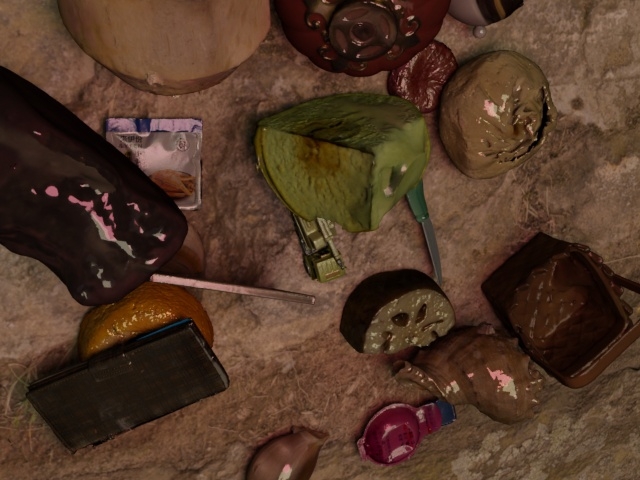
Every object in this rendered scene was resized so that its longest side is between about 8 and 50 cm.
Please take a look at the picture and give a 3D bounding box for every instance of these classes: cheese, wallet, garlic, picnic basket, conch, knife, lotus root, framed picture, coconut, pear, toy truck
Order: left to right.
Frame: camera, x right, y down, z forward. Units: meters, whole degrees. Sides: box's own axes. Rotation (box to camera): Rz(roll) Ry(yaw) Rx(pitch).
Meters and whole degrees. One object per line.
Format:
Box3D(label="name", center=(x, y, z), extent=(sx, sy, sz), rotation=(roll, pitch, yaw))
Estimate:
Box3D(label="wallet", center=(-0.333, 0.256, 1.259), extent=(0.317, 0.044, 0.169), rotation=(-23, 119, 3))
Box3D(label="garlic", center=(-0.291, 0.000, 1.289), extent=(0.195, 0.087, 0.101), rotation=(10, 117, -24))
Box3D(label="coconut", center=(-0.236, -0.409, 1.079), extent=(0.352, 0.352, 0.353), rotation=(-5, 106, -19))
Box3D(label="framed picture", center=(-0.180, 0.080, 1.282), extent=(0.289, 0.213, 0.016), rotation=(10, 86, -23))
Box3D(label="garlic", center=(-0.093, 0.522, 1.512), extent=(0.148, 0.128, 0.267), rotation=(22, 107, -12))
Box3D(label="toy truck", center=(0.000, 0.000, 1.387), extent=(0.077, 0.100, 0.169), rotation=(-18, 110, -13))
Box3D(label="pear", center=(0.065, -0.156, 1.311), extent=(0.282, 0.286, 0.176), rotation=(-40, 137, -43))
Box3D(label="lotus root", center=(0.160, 0.143, 1.477), extent=(0.234, 0.119, 0.138), rotation=(-15, 109, -14))
Box3D(label="cheese", center=(0.192, 0.417, 1.596), extent=(0.244, 0.062, 0.155), rotation=(-22, 112, -15))
Box3D(label="knife", center=(0.219, -0.029, 1.491), extent=(0.034, 0.063, 0.260), rotation=(-9, 114, 24))
Box3D(label="conch", center=(0.313, 0.266, 1.509), extent=(0.324, 0.263, 0.186), rotation=(21, 75, -8))
Box3D(label="picnic basket", center=(0.529, 0.157, 1.514), extent=(0.254, 0.321, 0.291), rotation=(-41, 112, -2))

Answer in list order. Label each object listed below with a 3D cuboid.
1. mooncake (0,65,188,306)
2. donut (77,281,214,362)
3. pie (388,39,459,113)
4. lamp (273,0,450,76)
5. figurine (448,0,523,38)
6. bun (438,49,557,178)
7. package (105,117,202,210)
Box3D(label="mooncake", center=(-0.397, -0.079, 1.073), extent=(0.212, 0.350, 0.381), rotation=(-45, 115, 5))
Box3D(label="donut", center=(-0.319, 0.198, 1.323), extent=(0.253, 0.118, 0.253), rotation=(-3, 116, -7))
Box3D(label="pie", center=(0.206, -0.319, 1.409), extent=(0.153, 0.038, 0.154), rotation=(-6, 107, -21))
Box3D(label="lamp", center=(0.069, -0.421, 1.203), extent=(0.303, 0.257, 0.303), rotation=(2, 141, 2))
Box3D(label="figurine", center=(0.251, -0.534, 1.285), extent=(0.370, 0.167, 0.281), rotation=(49, 40, -29))
Box3D(label="bun", center=(0.363, -0.245, 1.410), extent=(0.259, 0.152, 0.259), rotation=(-10, 113, -25))
Box3D(label="package", center=(-0.295, -0.133, 1.280), extent=(0.171, 0.027, 0.173), rotation=(-3, 110, -20))
